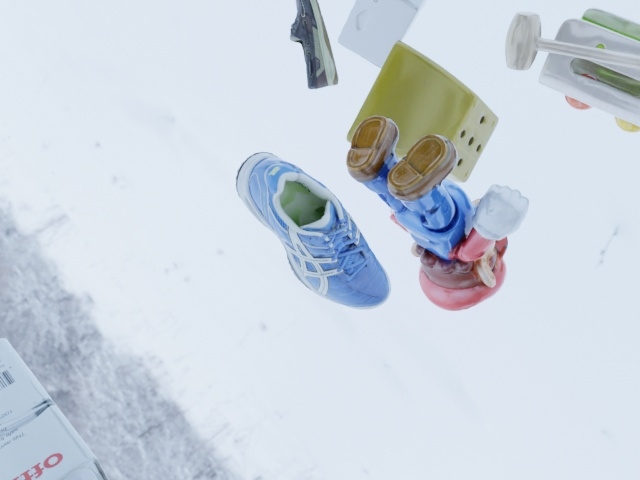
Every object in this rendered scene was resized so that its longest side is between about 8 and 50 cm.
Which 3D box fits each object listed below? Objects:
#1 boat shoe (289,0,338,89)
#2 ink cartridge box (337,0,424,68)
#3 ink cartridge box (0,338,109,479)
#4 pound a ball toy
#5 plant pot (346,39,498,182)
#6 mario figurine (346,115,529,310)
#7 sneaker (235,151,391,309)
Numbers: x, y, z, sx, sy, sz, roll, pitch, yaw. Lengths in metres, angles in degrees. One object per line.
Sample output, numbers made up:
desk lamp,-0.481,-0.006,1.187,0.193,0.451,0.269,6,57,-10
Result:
boat shoe,-0.017,-0.275,1.034,0.056,0.049,0.152,-118,10,-86
ink cartridge box,0.181,-0.562,1.700,0.131,0.306,0.226,29,153,-2
ink cartridge box,-0.266,0.187,0.605,0.208,0.153,0.087,29,142,47
pound a ball toy,0.419,-0.212,1.076,0.319,0.208,0.136,29,125,20
plant pot,0.213,-0.223,1.499,0.187,0.212,0.212,31,-175,32
mario figurine,0.160,-0.045,0.964,0.320,0.170,0.198,48,-159,-50
sneaker,0.000,0.000,0.785,0.211,0.080,0.081,44,169,-23
